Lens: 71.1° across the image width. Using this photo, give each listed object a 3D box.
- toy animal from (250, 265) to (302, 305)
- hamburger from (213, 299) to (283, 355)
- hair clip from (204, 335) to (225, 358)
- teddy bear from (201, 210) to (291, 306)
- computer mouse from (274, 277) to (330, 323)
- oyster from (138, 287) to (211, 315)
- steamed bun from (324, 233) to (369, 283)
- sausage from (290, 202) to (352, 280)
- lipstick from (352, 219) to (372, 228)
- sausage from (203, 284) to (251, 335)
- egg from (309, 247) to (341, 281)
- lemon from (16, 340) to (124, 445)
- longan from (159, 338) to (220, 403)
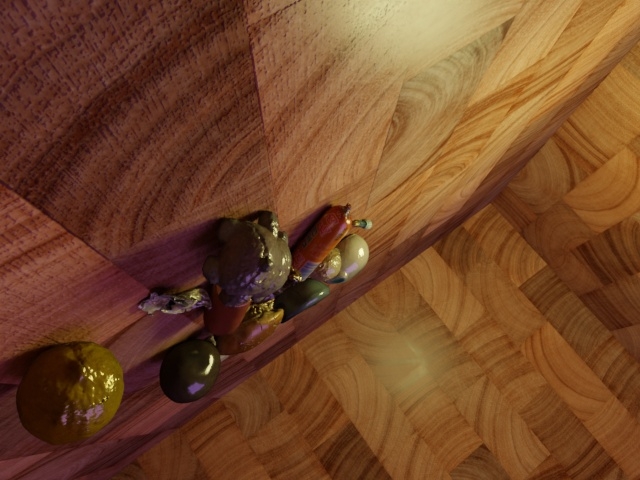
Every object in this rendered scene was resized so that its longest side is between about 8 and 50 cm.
[{"bbox_3d":[-0.165,0.148,1.348,0.255,0.116,0.114,-41,163,15],"label":"toy animal"},{"bbox_3d":[-0.266,0.302,1.519,0.283,0.144,0.157,-40,166,15],"label":"hamburger"},{"bbox_3d":[-0.390,0.402,1.630,0.331,0.101,0.085,-28,158,-36],"label":"hair clip"},{"bbox_3d":[-0.150,0.045,1.012,0.267,0.151,0.235,28,86,-84],"label":"teddy bear"},{"bbox_3d":[-0.086,0.228,1.755,0.188,0.121,0.371,-26,168,-25],"label":"computer mouse"},{"bbox_3d":[-0.350,0.142,1.076,0.106,0.061,0.200,-20,163,4],"label":"oyster"},{"bbox_3d":[0.091,0.085,1.712,0.228,0.130,0.177,-41,167,6],"label":"steamed bun"},{"bbox_3d":[0.000,0.000,1.335,0.093,0.093,0.312,-19,156,-49],"label":"sausage"},{"bbox_3d":[0.145,-0.059,1.594,0.037,0.037,0.116,-44,159,22],"label":"lipstick"},{"bbox_3d":[-0.265,0.191,1.255,0.114,0.113,0.259,-27,161,-34],"label":"sausage"},{"bbox_3d":[0.012,0.084,1.580,0.140,0.118,0.116,-31,123,10],"label":"egg"},{"bbox_3d":[-0.505,0.308,0.914,0.192,0.192,0.231,-21,150,-46],"label":"lemon"},{"bbox_3d":[-0.419,0.417,1.441,0.198,0.198,0.212,-57,-173,51],"label":"longan"}]
